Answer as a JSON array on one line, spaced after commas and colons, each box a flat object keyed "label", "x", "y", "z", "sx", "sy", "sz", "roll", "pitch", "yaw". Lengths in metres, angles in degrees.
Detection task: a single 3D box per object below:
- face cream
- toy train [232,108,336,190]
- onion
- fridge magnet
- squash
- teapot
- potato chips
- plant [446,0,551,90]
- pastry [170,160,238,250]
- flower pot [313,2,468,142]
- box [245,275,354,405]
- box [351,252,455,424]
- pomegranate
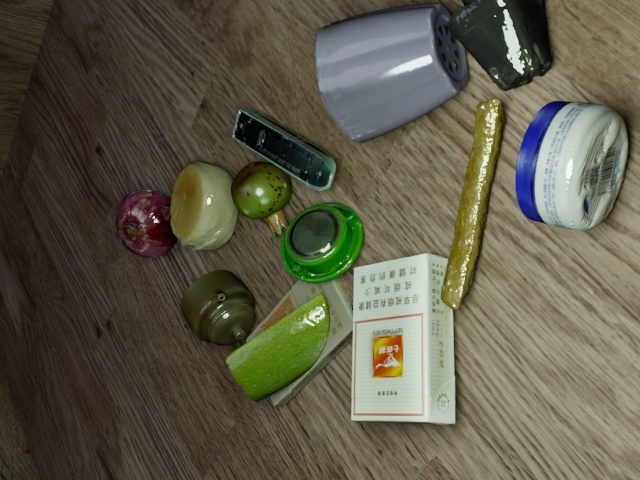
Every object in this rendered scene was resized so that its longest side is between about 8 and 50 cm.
[{"label": "face cream", "x": 0.416, "y": -0.121, "z": 1.160, "sx": 0.111, "sy": 0.205, "sz": 0.206, "roll": 20, "pitch": 104, "yaw": 43}, {"label": "toy train", "x": -0.074, "y": -0.222, "z": 1.775, "sx": 0.407, "sy": 0.088, "sz": 0.087, "roll": 37, "pitch": 116, "yaw": 41}, {"label": "onion", "x": -0.521, "y": -0.050, "z": 2.195, "sx": 0.200, "sy": 0.200, "sz": 0.208, "roll": 9, "pitch": 83, "yaw": 47}, {"label": "fridge magnet", "x": 0.000, "y": 0.000, "z": 1.652, "sx": 0.207, "sy": 0.088, "sz": 0.208, "roll": -13, "pitch": 58, "yaw": 21}, {"label": "squash", "x": -0.067, "y": 0.275, "z": 1.718, "sx": 0.288, "sy": 0.203, "sz": 0.111, "roll": -33, "pitch": 60, "yaw": 2}, {"label": "teapot", "x": -0.252, "y": 0.207, "z": 1.893, "sx": 0.175, "sy": 0.185, "sz": 0.268, "roll": 48, "pitch": 159, "yaw": 37}, {"label": "potato chips", "x": 0.297, "y": -0.068, "z": 1.383, "sx": 0.057, "sy": 0.080, "sz": 0.407, "roll": 14, "pitch": 98, "yaw": 30}, {"label": "plant", "x": 0.327, "y": -0.406, "z": 1.304, "sx": 0.141, "sy": 0.164, "sz": 0.256, "roll": -22, "pitch": 84, "yaw": 45}, {"label": "pastry", "x": -0.332, "y": -0.100, "z": 2.016, "sx": 0.264, "sy": 0.133, "sz": 0.265, "roll": -3, "pitch": 86, "yaw": 48}, {"label": "flower pot", "x": 0.153, "y": -0.358, "z": 1.435, "sx": 0.243, "sy": 0.265, "sz": 0.265, "roll": -14, "pitch": 78, "yaw": 35}, {"label": "box", "x": -0.045, "y": 0.228, "z": 1.756, "sx": 0.365, "sy": 0.051, "sz": 0.205, "roll": -50, "pitch": 55, "yaw": 34}, {"label": "box", "x": 0.166, "y": 0.207, "z": 1.463, "sx": 0.210, "sy": 0.095, "sz": 0.331, "roll": -15, "pitch": 66, "yaw": 46}, {"label": "pomegranate", "x": -0.139, "y": -0.108, "z": 1.813, "sx": 0.159, "sy": 0.159, "sz": 0.205, "roll": -19, "pitch": 100, "yaw": 45}]
